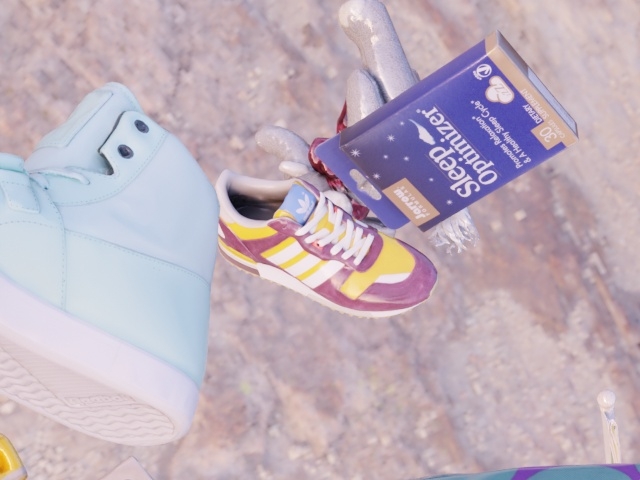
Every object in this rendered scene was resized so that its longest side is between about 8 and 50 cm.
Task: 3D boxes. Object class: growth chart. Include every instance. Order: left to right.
[{"bbox_3d":[0.251,0.247,1.150,0.172,0.021,0.237,75,15,-44],"label":"growth chart"}]

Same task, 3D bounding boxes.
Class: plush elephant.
[{"bbox_3d":[0.032,-0.092,1.764,0.272,0.255,0.330,43,26,-71],"label":"plush elephant"}]

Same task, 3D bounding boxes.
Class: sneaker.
[{"bbox_3d":[-0.150,-0.024,0.614,0.256,0.094,0.151,35,49,-34],"label":"sneaker"},{"bbox_3d":[0.000,0.000,1.050,0.186,0.084,0.069,15,55,15],"label":"sneaker"}]

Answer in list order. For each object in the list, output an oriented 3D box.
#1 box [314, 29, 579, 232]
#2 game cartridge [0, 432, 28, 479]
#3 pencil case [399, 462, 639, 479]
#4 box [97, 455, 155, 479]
[{"bbox_3d":[0.118,-0.092,1.334,0.136,0.225,0.036,44,31,-28],"label":"box"},{"bbox_3d":[-0.379,0.261,1.114,0.285,0.324,0.052,-31,86,-21],"label":"game cartridge"},{"bbox_3d":[0.078,0.111,0.457,0.064,0.152,0.070,-70,152,-64],"label":"pencil case"},{"bbox_3d":[-0.211,0.308,0.952,0.311,0.148,0.121,-35,64,-21],"label":"box"}]
